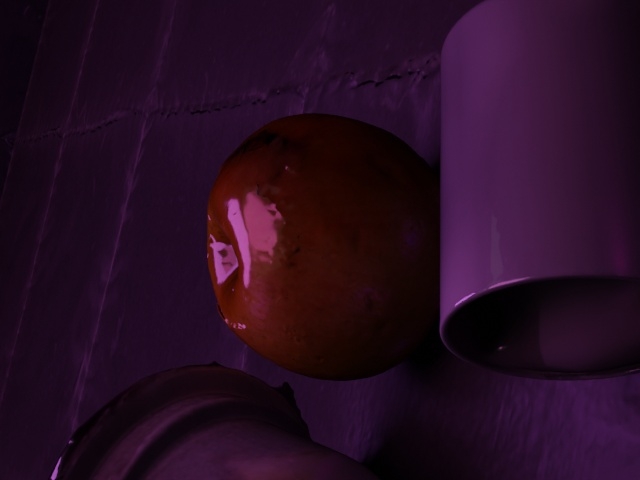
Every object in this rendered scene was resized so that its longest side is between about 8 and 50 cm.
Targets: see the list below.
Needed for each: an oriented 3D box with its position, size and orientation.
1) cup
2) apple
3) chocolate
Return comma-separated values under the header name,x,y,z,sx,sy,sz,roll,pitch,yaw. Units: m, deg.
name,x,y,z,sx,sy,sz,roll,pitch,yaw
cup,0.113,-0.022,0.486,0.099,0.136,0.133,73,-163,-60
apple,0.000,0.000,0.672,0.146,0.146,0.146,-166,90,-68
chocolate,-0.033,0.162,0.606,0.147,0.221,0.221,-3,74,52
